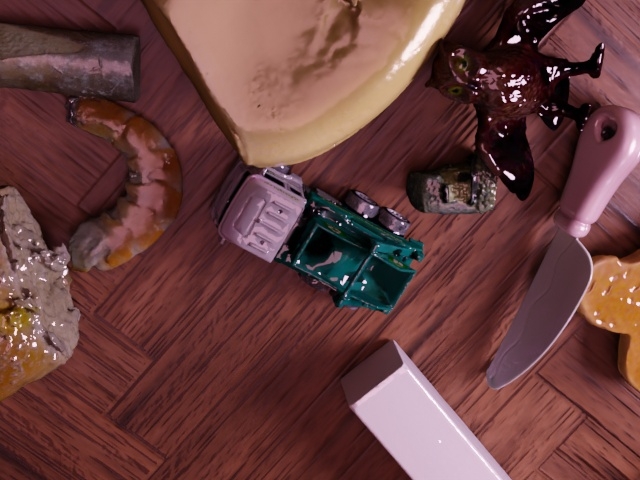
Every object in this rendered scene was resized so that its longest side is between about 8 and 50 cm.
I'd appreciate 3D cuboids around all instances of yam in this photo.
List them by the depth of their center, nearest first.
[{"bbox_3d":[-0.255,-0.174,1.317,0.170,0.068,0.068,5,107,-10],"label":"yam"}]

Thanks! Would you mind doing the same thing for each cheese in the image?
[{"bbox_3d":[0.001,-0.232,1.296,0.316,0.128,0.259,-31,105,-4],"label":"cheese"}]

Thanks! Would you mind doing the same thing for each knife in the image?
[{"bbox_3d":[0.261,0.019,1.436,0.043,0.081,0.335,6,111,-39],"label":"knife"}]

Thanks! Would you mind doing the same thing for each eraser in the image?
[{"bbox_3d":[0.144,0.247,1.493,0.076,0.078,0.298,-38,108,6],"label":"eraser"}]

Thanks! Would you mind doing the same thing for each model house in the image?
[{"bbox_3d":[0.133,-0.059,1.393,0.083,0.079,0.066,-2,106,-5],"label":"model house"}]

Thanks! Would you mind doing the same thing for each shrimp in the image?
[{"bbox_3d":[-0.223,-0.058,1.369,0.161,0.049,0.166,-39,107,3],"label":"shrimp"}]

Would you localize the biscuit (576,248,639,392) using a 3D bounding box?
[{"bbox_3d":[0.446,0.027,1.477,0.340,0.047,0.216,-34,111,2],"label":"biscuit"}]

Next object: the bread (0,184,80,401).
[{"bbox_3d":[-0.356,0.065,1.319,0.246,0.176,0.195,-20,106,3],"label":"bread"}]

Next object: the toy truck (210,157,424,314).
[{"bbox_3d":[0.000,0.000,1.376,0.216,0.116,0.110,29,102,-14],"label":"toy truck"}]

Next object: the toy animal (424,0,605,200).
[{"bbox_3d":[0.182,-0.153,1.340,0.180,0.116,0.218,11,100,-15],"label":"toy animal"}]
